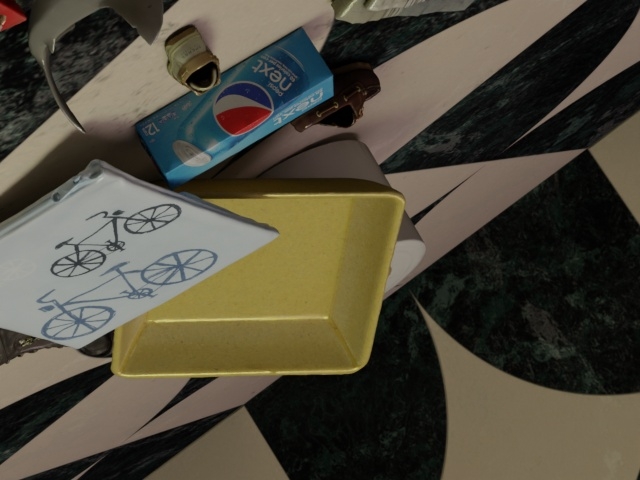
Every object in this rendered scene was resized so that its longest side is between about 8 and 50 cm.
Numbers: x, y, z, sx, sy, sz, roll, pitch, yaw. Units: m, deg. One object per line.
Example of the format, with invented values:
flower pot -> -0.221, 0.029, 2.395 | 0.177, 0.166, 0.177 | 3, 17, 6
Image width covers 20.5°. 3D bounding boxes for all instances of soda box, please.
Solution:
soda box -> -0.091, -0.140, 1.905 | 0.210, 0.067, 0.071 | -32, 169, -7

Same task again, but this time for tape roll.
tape roll -> 0.000, 0.000, 2.415 | 0.246, 0.169, 0.246 | -27, 162, -10

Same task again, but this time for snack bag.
snack bag -> -0.264, 0.022, 1.968 | 0.323, 0.037, 0.342 | -28, 155, 25

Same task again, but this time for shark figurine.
shark figurine -> -0.167, -0.187, 1.402 | 0.278, 0.116, 0.166 | -42, 164, 31

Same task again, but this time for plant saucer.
plant saucer -> -0.087, 0.034, 2.181 | 0.333, 0.081, 0.332 | 0, 136, -11

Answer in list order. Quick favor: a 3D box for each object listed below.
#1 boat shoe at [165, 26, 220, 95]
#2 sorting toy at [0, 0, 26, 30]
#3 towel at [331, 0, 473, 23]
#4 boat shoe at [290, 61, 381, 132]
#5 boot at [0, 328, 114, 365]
boat shoe -> -0.123, -0.168, 1.756 | 0.050, 0.045, 0.135 | -32, 169, 0
sorting toy -> -0.242, -0.207, 1.164 | 0.255, 0.089, 0.257 | -34, 169, 8
towel -> 0.201, -0.337, 1.888 | 0.312, 0.056, 0.324 | -19, 163, -49
boat shoe -> 0.014, -0.162, 2.083 | 0.073, 0.073, 0.207 | -41, 167, 32
boot -> -0.379, 0.122, 2.215 | 0.229, 0.091, 0.263 | -30, 158, -12
